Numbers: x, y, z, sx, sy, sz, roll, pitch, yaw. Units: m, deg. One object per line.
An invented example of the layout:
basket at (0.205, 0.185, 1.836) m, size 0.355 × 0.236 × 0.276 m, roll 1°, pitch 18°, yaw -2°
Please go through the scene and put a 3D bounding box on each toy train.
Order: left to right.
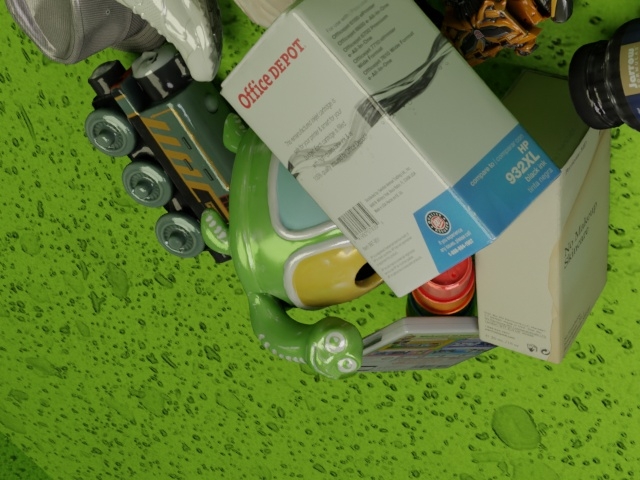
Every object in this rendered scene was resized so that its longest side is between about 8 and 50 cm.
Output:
toy train at (-0.176, -0.117, 2.003) m, size 0.190 × 0.142 × 0.334 m, roll -18°, pitch 115°, yaw 35°

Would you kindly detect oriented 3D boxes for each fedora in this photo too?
fedora at (-0.326, -0.327, 1.903) m, size 0.244 × 0.124 × 0.275 m, roll 23°, pitch 141°, yaw 20°

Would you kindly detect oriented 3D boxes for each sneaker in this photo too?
sneaker at (-0.195, -0.300, 1.825) m, size 0.115 × 0.090 × 0.232 m, roll -13°, pitch 115°, yaw 13°

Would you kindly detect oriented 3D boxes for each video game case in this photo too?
video game case at (0.137, 0.132, 1.868) m, size 0.193 × 0.212 × 0.023 m, roll -31°, pitch 63°, yaw 51°

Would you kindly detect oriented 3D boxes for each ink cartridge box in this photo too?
ink cartridge box at (0.067, -0.117, 1.544) m, size 0.307 × 0.129 × 0.223 m, roll 49°, pitch 152°, yaw -2°

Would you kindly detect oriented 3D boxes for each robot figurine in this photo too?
robot figurine at (0.135, -0.306, 1.570) m, size 0.291 × 0.085 × 0.211 m, roll 50°, pitch 143°, yaw -15°

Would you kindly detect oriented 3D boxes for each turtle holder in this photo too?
turtle holder at (-0.004, -0.018, 1.805) m, size 0.227 × 0.320 × 0.243 m, roll -2°, pitch 133°, yaw 23°

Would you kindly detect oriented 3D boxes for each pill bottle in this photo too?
pill bottle at (0.367, -0.174, 1.483) m, size 0.219 × 0.123 × 0.123 m, roll -9°, pitch 123°, yaw 44°

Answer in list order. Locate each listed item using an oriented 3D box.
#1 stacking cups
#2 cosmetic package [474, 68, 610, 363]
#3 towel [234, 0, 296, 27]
stacking cups at (0.145, 0.058, 1.825) m, size 0.096 × 0.096 × 0.316 m, roll 29°, pitch 171°, yaw 12°
cosmetic package at (0.259, -0.024, 1.705) m, size 0.113 × 0.160 × 0.309 m, roll 17°, pitch 140°, yaw 24°
towel at (-0.082, -0.370, 1.619) m, size 0.317 × 0.053 × 0.332 m, roll 13°, pitch 147°, yaw 56°
